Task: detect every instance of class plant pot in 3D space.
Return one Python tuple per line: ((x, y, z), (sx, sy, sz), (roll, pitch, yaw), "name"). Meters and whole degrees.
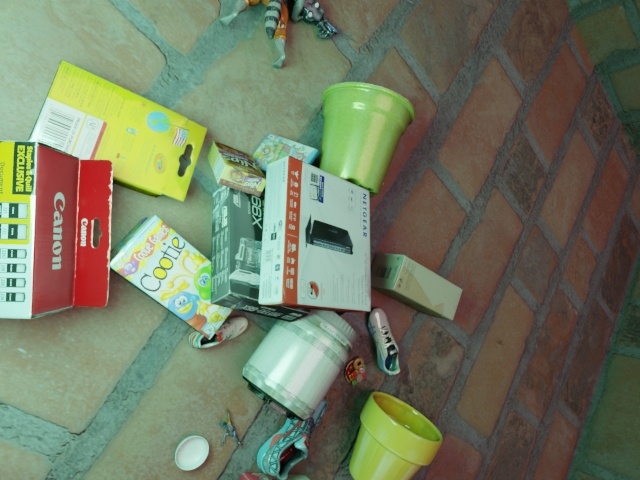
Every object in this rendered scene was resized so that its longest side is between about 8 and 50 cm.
((0.107, -0.268, 1.155), (0.276, 0.276, 0.253), (18, 83, -32), "plant pot")
((0.214, 0.650, 1.257), (0.254, 0.254, 0.238), (28, 92, -30), "plant pot")

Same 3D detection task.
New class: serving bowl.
((-0.329, 0.535, 1.019), (0.084, 0.027, 0.083), (0, 90, -33), "serving bowl")

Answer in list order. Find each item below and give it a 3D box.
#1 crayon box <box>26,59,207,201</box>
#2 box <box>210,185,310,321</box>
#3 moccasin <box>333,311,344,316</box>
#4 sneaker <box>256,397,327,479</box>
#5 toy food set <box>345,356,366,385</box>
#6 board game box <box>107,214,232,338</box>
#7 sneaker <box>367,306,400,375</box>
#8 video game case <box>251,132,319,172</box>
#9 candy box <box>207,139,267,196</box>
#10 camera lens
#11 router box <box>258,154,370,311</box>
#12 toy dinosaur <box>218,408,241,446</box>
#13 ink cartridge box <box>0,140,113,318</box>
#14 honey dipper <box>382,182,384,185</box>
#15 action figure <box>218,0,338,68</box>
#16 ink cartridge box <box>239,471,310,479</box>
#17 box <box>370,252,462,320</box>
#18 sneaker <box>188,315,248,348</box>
((-0.445, -0.228, 0.910), (0.319, 0.081, 0.202), (21, 79, -30), "crayon box")
((-0.150, 0.030, 1.000), (0.243, 0.077, 0.307), (25, 47, -41), "box")
((0.029, 0.064, 1.188), (0.117, 0.138, 0.341), (-26, 123, -22), "moccasin")
((-0.054, 0.562, 1.138), (0.262, 0.125, 0.104), (-47, 114, -23), "sneaker")
((0.117, 0.429, 1.309), (0.083, 0.020, 0.082), (-34, 108, -28), "toy food set")
((-0.340, 0.086, 0.941), (0.275, 0.144, 0.142), (46, 67, -25), "board game box")
((0.219, 0.335, 1.337), (0.085, 0.086, 0.236), (-19, 99, -30), "sneaker")
((-0.104, -0.226, 1.096), (0.119, 0.167, 0.015), (-58, 157, -19), "video game case")
((-0.211, -0.182, 0.999), (0.109, 0.186, 0.053), (16, 114, -32), "candy box")
((-0.056, 0.318, 1.079), (0.219, 0.219, 0.274), (46, 67, -24), "camera lens")
((0.000, 0.000, 0.985), (0.301, 0.082, 0.334), (14, 71, -44), "router box")
((-0.234, 0.512, 1.075), (0.082, 0.047, 0.090), (51, 53, -42), "toy dinosaur")
((-0.553, -0.020, 0.742), (0.272, 0.130, 0.308), (1, 89, 0), "ink cartridge box")
((0.164, -0.240, 1.335), (0.160, 0.031, 0.030), (47, 67, -29), "honey dipper")
((-0.074, -0.652, 1.096), (0.342, 0.179, 0.329), (25, 87, -28), "action figure")
((-0.065, 0.727, 1.024), (0.226, 0.306, 0.131), (25, 77, -30), "ink cartridge box")
((0.323, 0.159, 1.368), (0.311, 0.148, 0.121), (28, 77, -28), "box")
((-0.254, 0.243, 1.037), (0.162, 0.075, 0.057), (-14, 98, -32), "sneaker")
